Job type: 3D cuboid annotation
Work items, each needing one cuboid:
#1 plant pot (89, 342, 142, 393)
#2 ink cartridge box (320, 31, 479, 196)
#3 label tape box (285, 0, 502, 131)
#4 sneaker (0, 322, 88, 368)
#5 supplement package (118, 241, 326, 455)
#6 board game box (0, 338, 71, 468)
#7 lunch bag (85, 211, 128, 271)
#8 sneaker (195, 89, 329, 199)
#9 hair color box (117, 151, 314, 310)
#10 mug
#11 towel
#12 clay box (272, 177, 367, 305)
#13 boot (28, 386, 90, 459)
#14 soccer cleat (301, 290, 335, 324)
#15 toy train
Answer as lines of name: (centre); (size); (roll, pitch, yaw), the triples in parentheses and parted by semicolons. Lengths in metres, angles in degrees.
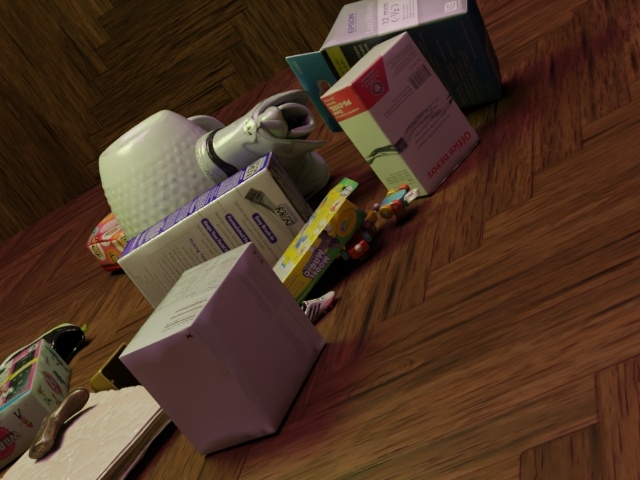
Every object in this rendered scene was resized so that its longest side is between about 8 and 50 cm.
plant pot: (-0.354, 0.244, 1.869); (0.083, 0.081, 0.081); (-35, 13, 45)
ink cartridge box: (0.142, -0.211, 1.861); (0.172, 0.237, 0.100); (-46, 18, -30)
label tape box: (0.142, -0.342, 2.017); (0.348, 0.249, 0.115); (-10, 56, 20)
sneaker: (-0.594, 0.251, 2.281); (0.234, 0.084, 0.097); (-46, 21, -31)
supplement package: (-0.131, 0.151, 1.495); (0.149, 0.194, 0.203); (-24, 20, 34)
board game box: (-0.610, 0.333, 2.082); (0.224, 0.097, 0.303); (-36, 18, 0)
lunch bag: (-0.430, -0.050, 2.696); (0.293, 0.120, 0.258); (-46, 20, -30)
sneaker: (-0.054, -0.178, 2.091); (0.210, 0.137, 0.366); (-30, -20, 32)
hair color box: (-0.180, 0.007, 1.976); (0.339, 0.185, 0.110); (-30, 18, 16)
mug: (-0.262, -0.110, 2.192); (0.276, 0.328, 0.374); (-22, 22, 37)
towel: (-0.382, 0.351, 1.681); (0.332, 0.053, 0.317); (-16, 25, 47)
clay box: (0.000, 0.000, 1.771); (0.222, 0.053, 0.127); (-52, 13, 1)
boot: (-0.427, 0.299, 1.748); (0.106, 0.037, 0.114); (-44, 12, 15)
soccer cleat: (-0.009, 0.102, 1.659); (0.083, 0.035, 0.029); (-44, 19, -23)
toy train: (0.101, -0.023, 1.773); (0.166, 0.046, 0.125); (-39, 19, -1)
